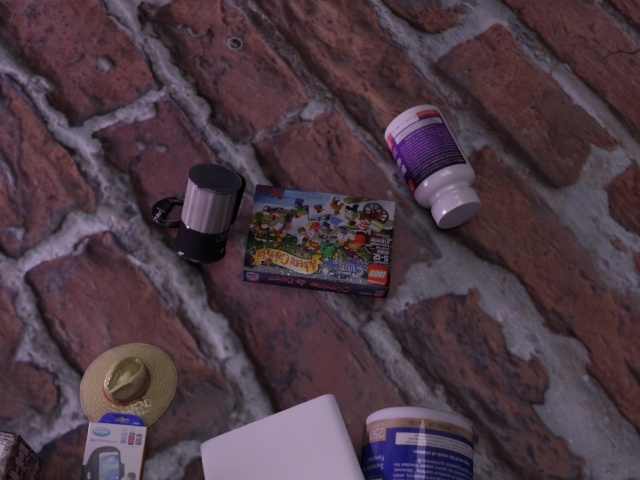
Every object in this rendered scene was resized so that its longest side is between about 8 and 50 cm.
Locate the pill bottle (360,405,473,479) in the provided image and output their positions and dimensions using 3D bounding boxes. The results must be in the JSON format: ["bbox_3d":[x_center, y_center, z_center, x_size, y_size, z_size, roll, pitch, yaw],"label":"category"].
[{"bbox_3d":[0.123,0.365,1.076,0.153,0.153,0.265,7,61,-1],"label":"pill bottle"}]

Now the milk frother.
[{"bbox_3d":[-0.199,-0.061,1.286,0.143,0.135,0.129,18,31,2],"label":"milk frother"}]

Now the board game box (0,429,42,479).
[{"bbox_3d":[-0.517,0.376,1.020,0.232,0.141,0.291,10,61,0],"label":"board game box"}]

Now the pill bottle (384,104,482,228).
[{"bbox_3d":[0.192,-0.121,1.369,0.108,0.108,0.194,-17,64,-14],"label":"pill bottle"}]

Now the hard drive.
[{"bbox_3d":[-0.036,0.346,1.038,0.203,0.040,0.307,-21,36,-2],"label":"hard drive"}]

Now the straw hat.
[{"bbox_3d":[-0.280,0.201,1.181,0.144,0.061,0.145,2,62,-5],"label":"straw hat"}]

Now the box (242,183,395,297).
[{"bbox_3d":[0.000,0.000,1.323,0.233,0.044,0.159,7,61,-1],"label":"box"}]

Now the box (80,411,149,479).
[{"bbox_3d":[-0.284,0.306,1.129,0.081,0.028,0.136,5,75,-2],"label":"box"}]
